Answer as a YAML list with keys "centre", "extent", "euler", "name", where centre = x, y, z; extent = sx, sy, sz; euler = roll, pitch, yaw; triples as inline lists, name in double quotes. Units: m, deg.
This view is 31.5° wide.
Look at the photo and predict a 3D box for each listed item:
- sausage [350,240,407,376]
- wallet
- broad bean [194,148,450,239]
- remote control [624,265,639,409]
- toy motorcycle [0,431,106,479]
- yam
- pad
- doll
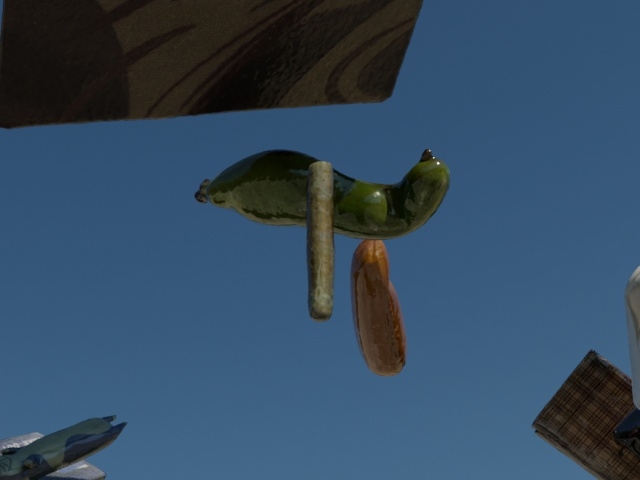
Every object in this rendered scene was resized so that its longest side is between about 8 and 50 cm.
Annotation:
- centre: [0.058, 0.074, 1.187]
  extent: [0.054, 0.062, 0.183]
  euler: [-20, -55, -12]
  name: "sausage"
- centre: [0.364, 0.235, 1.278]
  extent: [0.124, 0.230, 0.042]
  euler: [-51, -28, -4]
  name: "wallet"
- centre: [-0.004, -0.035, 0.861]
  extent: [0.213, 0.048, 0.070]
  euler: [-1, -68, 22]
  name: "broad bean"
- centre: [0.295, 0.052, 0.493]
  extent: [0.312, 0.055, 0.109]
  euler: [-1, -46, 19]
  name: "remote control"
- centre: [-0.134, 0.305, 0.870]
  extent: [0.125, 0.358, 0.213]
  euler: [-4, -64, -66]
  name: "toy motorcycle"
- centre: [0.000, 0.000, 0.785]
  extent: [0.021, 0.116, 0.021]
  euler: [1, -20, 0]
  name: "yam"
- centre: [-0.057, -0.175, 0.794]
  extent: [0.330, 0.004, 0.220]
  euler: [-8, -45, -28]
  name: "pad"
- centre: [-0.201, 0.159, 0.853]
  extent: [0.125, 0.037, 0.027]
  euler: [-23, -63, -38]
  name: "doll"
